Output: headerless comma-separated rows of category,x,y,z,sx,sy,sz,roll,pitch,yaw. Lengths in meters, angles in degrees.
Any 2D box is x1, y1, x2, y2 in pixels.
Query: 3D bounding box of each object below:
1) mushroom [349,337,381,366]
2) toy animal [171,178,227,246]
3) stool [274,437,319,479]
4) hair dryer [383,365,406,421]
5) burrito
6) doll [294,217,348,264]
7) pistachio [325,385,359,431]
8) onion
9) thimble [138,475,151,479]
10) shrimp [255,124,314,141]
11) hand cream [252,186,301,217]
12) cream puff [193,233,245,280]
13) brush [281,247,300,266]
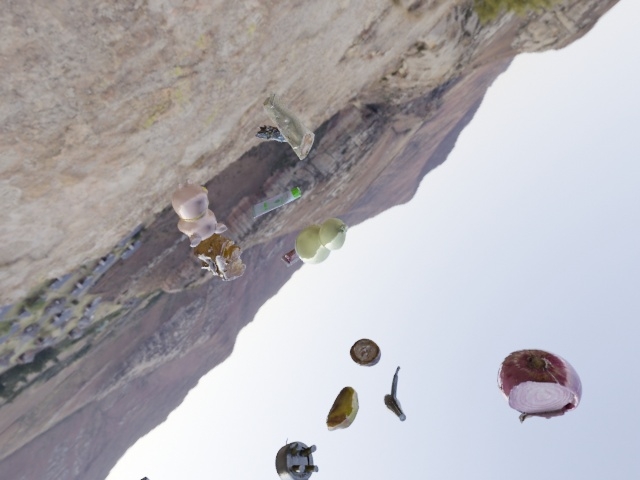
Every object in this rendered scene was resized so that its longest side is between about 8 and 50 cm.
mushroom,0.171,0.432,1.594,0.123,0.123,0.052,-47,143,-31
toy animal,-0.489,-0.118,1.622,0.165,0.248,0.149,-30,-152,-22
stool,-0.078,0.928,1.717,0.139,0.228,0.153,-39,178,36
hair dryer,0.341,0.674,1.872,0.195,0.075,0.219,-165,-100,-79
burrito,-0.100,-0.361,1.279,0.087,0.226,0.060,-43,170,33
doll,0.011,0.001,1.405,0.296,0.117,0.141,-22,-115,51
pistachio,0.091,0.683,1.677,0.189,0.100,0.110,-59,-179,-22
onion,0.618,0.394,1.193,0.207,0.200,0.200,-31,-169,33
thimble,-0.445,0.623,0.999,0.095,0.066,0.104,-41,165,-8
shrimp,-0.167,-0.522,2.054,0.178,0.289,0.075,-165,-97,-73
hand cream,-0.233,-0.203,2.177,0.275,0.050,0.079,-22,-155,10
cream puff,-0.481,0.071,1.988,0.155,0.269,0.241,-57,162,-45
brush,-0.066,0.027,2.094,0.321,0.060,0.050,-35,171,-41
